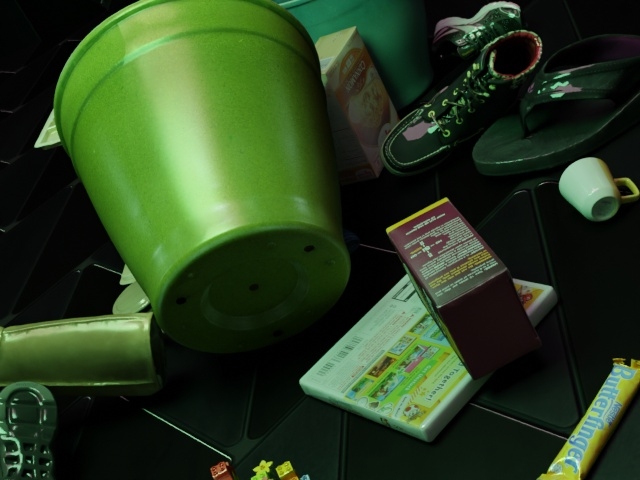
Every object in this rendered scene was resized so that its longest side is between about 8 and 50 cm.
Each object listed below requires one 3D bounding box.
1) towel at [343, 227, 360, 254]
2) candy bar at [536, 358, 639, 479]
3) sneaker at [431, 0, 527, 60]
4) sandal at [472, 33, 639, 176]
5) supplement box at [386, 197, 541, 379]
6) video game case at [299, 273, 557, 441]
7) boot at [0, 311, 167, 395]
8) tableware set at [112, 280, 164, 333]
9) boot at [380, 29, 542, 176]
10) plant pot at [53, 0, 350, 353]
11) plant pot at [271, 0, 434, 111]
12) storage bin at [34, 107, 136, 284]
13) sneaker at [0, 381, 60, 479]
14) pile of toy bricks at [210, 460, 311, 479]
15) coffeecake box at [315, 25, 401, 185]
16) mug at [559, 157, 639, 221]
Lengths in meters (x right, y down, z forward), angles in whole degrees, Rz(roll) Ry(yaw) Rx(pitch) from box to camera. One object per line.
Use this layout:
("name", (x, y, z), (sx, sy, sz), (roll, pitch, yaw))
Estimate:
("towel", (0.000, 0.000, 1.463), (0.067, 0.029, 0.119), (-37, 29, -17))
("candy bar", (0.252, 0.166, 0.971), (0.040, 0.018, 0.161), (5, 43, 46))
("sneaker", (0.260, -0.334, 1.763), (0.178, 0.072, 0.077), (-11, 44, 45))
("sandal", (0.391, -0.226, 1.402), (0.446, 0.107, 0.167), (-27, 27, 4))
("supplement box", (0.146, 0.047, 1.119), (0.081, 0.104, 0.188), (-28, 27, 0))
("video game case", (0.116, 0.113, 1.175), (0.227, 0.026, 0.206), (-42, 31, -26))
("boot", (-0.329, 0.184, 1.351), (0.270, 0.236, 0.089), (-2, 50, 1))
("tableware set", (-0.220, 0.089, 1.507), (0.194, 0.039, 0.128), (0, 45, 48))
("boot", (0.192, -0.190, 1.460), (0.236, 0.085, 0.178), (-32, -11, -15))
("plant pot", (-0.125, -0.064, 1.335), (0.367, 0.366, 0.353), (-26, 51, 5))
("plant pot", (0.059, -0.342, 1.739), (0.272, 0.255, 0.271), (-23, 28, 13))
("storage bin", (-0.308, -0.107, 1.674), (0.123, 0.262, 0.260), (-19, 29, 12))
("sneaker", (-0.344, 0.296, 1.228), (0.101, 0.106, 0.267), (8, 46, -13))
("pile of toy bricks", (-0.037, 0.256, 0.987), (0.118, 0.105, 0.212), (-30, 28, -2))
("coffeecake box", (0.042, -0.200, 1.591), (0.068, 0.185, 0.142), (-10, 33, 31))
("mug", (0.325, -0.058, 1.237), (0.078, 0.062, 0.064), (-31, 35, 10))
